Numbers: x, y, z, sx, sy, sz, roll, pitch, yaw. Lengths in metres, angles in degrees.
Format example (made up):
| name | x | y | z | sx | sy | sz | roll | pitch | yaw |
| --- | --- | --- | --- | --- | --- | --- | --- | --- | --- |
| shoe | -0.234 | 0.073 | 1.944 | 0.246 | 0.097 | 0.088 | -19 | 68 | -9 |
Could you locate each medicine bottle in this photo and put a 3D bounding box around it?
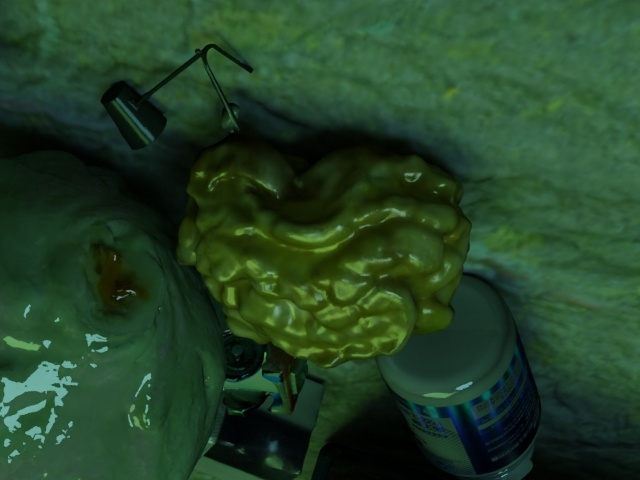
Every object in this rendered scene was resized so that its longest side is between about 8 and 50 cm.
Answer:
| name | x | y | z | sx | sy | sz | roll | pitch | yaw |
| --- | --- | --- | --- | --- | --- | --- | --- | --- | --- |
| medicine bottle | 0.112 | 0.117 | 1.098 | 0.107 | 0.107 | 0.191 | 3 | 147 | 21 |

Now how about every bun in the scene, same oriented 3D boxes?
| name | x | y | z | sx | sy | sz | roll | pitch | yaw |
| --- | --- | --- | --- | --- | --- | --- | --- | --- | --- |
| bun | -0.177 | 0.049 | 0.965 | 0.293 | 0.293 | 0.187 | 30 | 129 | -22 |

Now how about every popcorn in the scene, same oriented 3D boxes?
| name | x | y | z | sx | sy | sz | roll | pitch | yaw |
| --- | --- | --- | --- | --- | --- | --- | --- | --- | --- |
| popcorn | -0.001 | 0.012 | 0.944 | 0.194 | 0.140 | 0.163 | 9 | 143 | 3 |

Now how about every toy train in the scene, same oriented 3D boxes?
| name | x | y | z | sx | sy | sz | roll | pitch | yaw |
| --- | --- | --- | --- | --- | --- | --- | --- | --- | --- |
| toy train | -0.097 | 0.079 | 1.147 | 0.188 | 0.099 | 0.072 | 9 | 147 | 13 |

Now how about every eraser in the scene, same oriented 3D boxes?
| name | x | y | z | sx | sy | sz | roll | pitch | yaw |
| --- | --- | --- | --- | --- | --- | --- | --- | --- | --- |
| eraser | -0.201 | 0.105 | 1.238 | 0.404 | 0.098 | 0.096 | 23 | 149 | -13 |

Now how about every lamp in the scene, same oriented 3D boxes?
| name | x | y | z | sx | sy | sz | roll | pitch | yaw |
| --- | --- | --- | --- | --- | --- | --- | --- | --- | --- |
| lamp | -0.099 | -0.095 | 0.923 | 0.121 | 0.041 | 0.054 | -9 | 133 | 42 |

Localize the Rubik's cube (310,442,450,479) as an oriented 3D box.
| name | x | y | z | sx | sy | sz | roll | pitch | yaw |
| --- | --- | --- | --- | --- | --- | --- | --- | --- | --- |
| Rubik's cube | 0.128 | 0.390 | 1.228 | 0.362 | 0.363 | 0.359 | 15 | 171 | -5 |
